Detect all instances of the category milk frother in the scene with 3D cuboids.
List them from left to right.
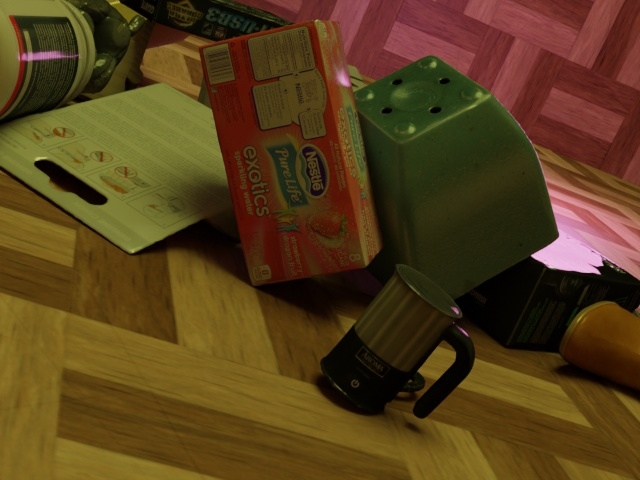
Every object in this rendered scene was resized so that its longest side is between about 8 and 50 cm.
[{"bbox_3d":[0.088,0.103,1.096,0.129,0.135,0.143,35,15,-12],"label":"milk frother"}]

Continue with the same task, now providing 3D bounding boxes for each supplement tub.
[{"bbox_3d":[-0.438,-0.253,1.397,0.191,0.191,0.272,26,16,8],"label":"supplement tub"}]

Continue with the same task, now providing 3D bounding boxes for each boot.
[{"bbox_3d":[0.485,0.184,1.475,0.211,0.104,0.295,36,16,38],"label":"boot"}]

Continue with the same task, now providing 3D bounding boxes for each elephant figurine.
[{"bbox_3d":[-0.435,-0.314,1.626,0.239,0.169,0.186,-1,-23,26],"label":"elephant figurine"}]

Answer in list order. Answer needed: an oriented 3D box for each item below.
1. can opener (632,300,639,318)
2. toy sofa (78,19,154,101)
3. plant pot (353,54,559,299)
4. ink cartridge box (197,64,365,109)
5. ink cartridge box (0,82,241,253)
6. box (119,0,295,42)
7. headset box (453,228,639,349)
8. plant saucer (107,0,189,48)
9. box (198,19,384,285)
[{"bbox_3d":[0.498,0.106,1.829,0.186,0.059,0.073,15,18,-30],"label":"can opener"},{"bbox_3d":[-0.481,-0.342,1.770,0.362,0.177,0.150,19,-8,-18],"label":"toy sofa"},{"bbox_3d":[0.149,-0.101,1.422,0.248,0.252,0.247,-28,41,-14],"label":"plant pot"},{"bbox_3d":[-0.071,-0.239,1.870,0.285,0.166,0.395,12,17,-6],"label":"ink cartridge box"},{"bbox_3d":[-0.236,-0.084,1.411,0.308,0.091,0.385,31,34,23],"label":"ink cartridge box"},{"bbox_3d":[-0.181,-0.392,1.824,0.295,0.073,0.293,12,13,-26],"label":"box"},{"bbox_3d":[0.305,0.053,1.589,0.283,0.131,0.246,9,21,-40],"label":"headset box"},{"bbox_3d":[-0.427,-0.445,2.065,0.333,0.081,0.333,-18,36,-24],"label":"plant saucer"},{"bbox_3d":[-0.029,-0.111,1.284,0.154,0.300,0.142,-10,8,15],"label":"box"}]
